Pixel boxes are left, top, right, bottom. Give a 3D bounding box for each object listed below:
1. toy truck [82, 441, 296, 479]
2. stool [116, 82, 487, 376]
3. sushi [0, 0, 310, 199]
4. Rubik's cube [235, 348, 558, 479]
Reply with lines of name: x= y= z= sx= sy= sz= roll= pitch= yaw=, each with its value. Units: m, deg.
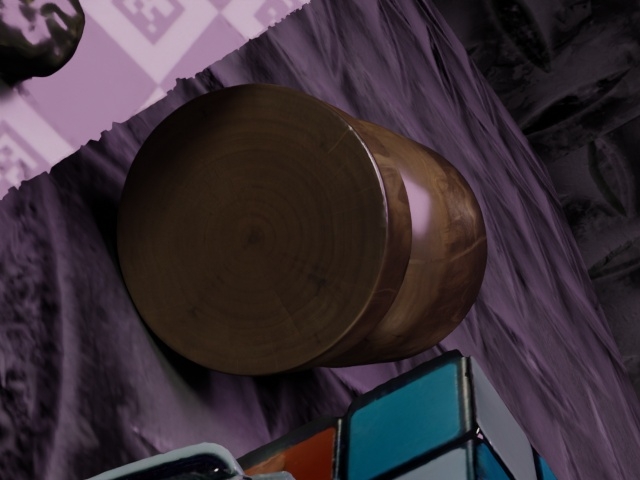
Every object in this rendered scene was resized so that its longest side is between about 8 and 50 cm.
toy truck: x=-0.041 y=0.231 z=0.515 sx=0.184 sy=0.133 sz=0.338 roll=57 pitch=16 yaw=-50
stool: x=0.000 y=0.000 z=0.939 sx=0.179 sy=0.179 sz=0.264 roll=64 pitch=16 yaw=12
sushi: x=-0.161 y=-0.197 z=0.648 sx=0.339 sy=0.069 sz=0.320 roll=-37 pitch=101 yaw=-36
Rubik's cube: x=0.049 y=0.196 z=0.748 sx=0.167 sy=0.180 sz=0.183 roll=55 pitch=15 yaw=-23
